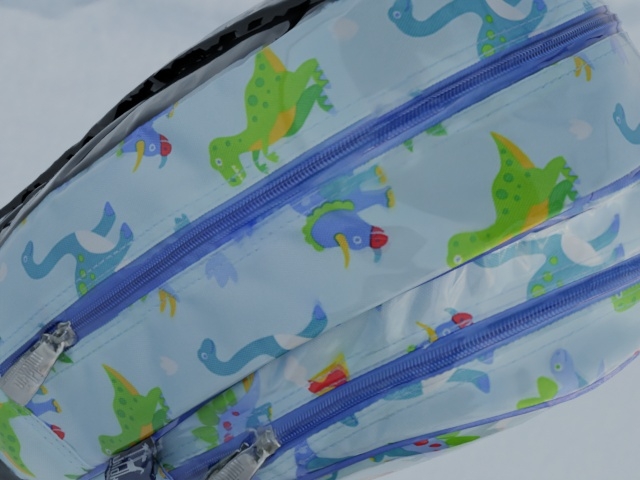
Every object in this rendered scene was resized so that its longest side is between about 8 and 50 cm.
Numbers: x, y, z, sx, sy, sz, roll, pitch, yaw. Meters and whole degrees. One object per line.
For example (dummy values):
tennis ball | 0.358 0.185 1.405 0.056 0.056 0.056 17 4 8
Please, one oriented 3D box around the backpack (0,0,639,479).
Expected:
backpack | 0.000 0.000 0.635 0.290 0.355 0.273 -19 66 -49
